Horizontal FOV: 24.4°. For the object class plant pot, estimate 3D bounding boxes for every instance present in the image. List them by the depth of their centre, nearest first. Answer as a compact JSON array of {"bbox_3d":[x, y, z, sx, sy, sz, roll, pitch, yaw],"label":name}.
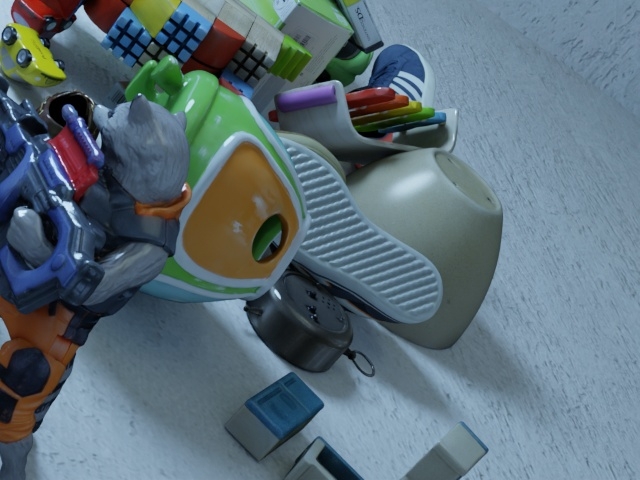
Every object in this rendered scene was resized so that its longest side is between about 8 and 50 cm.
[{"bbox_3d":[0.141,-0.017,2.055,0.284,0.191,0.284,34,22,-16],"label":"plant pot"}]

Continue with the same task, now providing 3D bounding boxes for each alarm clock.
[{"bbox_3d":[-0.006,0.102,1.755,0.192,0.064,0.129,38,21,-17],"label":"alarm clock"}]

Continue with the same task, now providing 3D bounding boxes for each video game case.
[{"bbox_3d":[0.005,-0.423,2.273,0.248,0.035,0.275,64,-3,-19],"label":"video game case"}]

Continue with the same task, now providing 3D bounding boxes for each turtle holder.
[{"bbox_3d":[-0.152,-0.034,1.580,0.227,0.320,0.243,35,54,-15],"label":"turtle holder"}]

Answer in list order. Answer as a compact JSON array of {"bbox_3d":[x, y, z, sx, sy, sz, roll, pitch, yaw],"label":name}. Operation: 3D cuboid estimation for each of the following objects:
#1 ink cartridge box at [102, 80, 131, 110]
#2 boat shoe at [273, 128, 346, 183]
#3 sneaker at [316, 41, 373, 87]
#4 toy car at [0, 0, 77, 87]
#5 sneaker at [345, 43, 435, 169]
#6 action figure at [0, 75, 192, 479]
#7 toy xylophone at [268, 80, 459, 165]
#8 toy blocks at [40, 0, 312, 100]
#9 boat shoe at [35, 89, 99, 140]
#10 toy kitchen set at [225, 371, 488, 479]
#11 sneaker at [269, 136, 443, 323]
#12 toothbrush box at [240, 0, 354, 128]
[{"bbox_3d":[-0.186,-0.147,1.952,0.145,0.045,0.179,47,24,13],"label":"ink cartridge box"},{"bbox_3d":[-0.088,-0.085,1.885,0.341,0.121,0.110,23,64,-50],"label":"boat shoe"},{"bbox_3d":[-0.082,-0.471,2.566,0.483,0.185,0.202,51,19,27],"label":"sneaker"},{"bbox_3d":[-0.410,-0.282,1.815,0.225,0.053,0.239,32,22,-22],"label":"toy car"},{"bbox_3d":[0.098,-0.228,2.421,0.148,0.131,0.350,30,34,-26],"label":"sneaker"},{"bbox_3d":[-0.221,0.003,1.198,0.178,0.330,0.341,24,27,-38],"label":"action figure"},{"bbox_3d":[0.047,-0.155,2.117,0.322,0.236,0.081,8,77,-60],"label":"toy xylophone"},{"bbox_3d":[-0.198,-0.284,1.905,0.381,0.191,0.261,37,20,-11],"label":"toy blocks"},{"bbox_3d":[-0.291,-0.137,1.712,0.073,0.073,0.207,38,20,-7],"label":"boat shoe"},{"bbox_3d":[0.045,0.193,1.512,0.207,0.166,0.122,45,22,8],"label":"toy kitchen set"},{"bbox_3d":[0.000,0.000,1.840,0.321,0.126,0.127,42,-25,-21],"label":"sneaker"},{"bbox_3d":[-0.101,-0.339,2.243,0.122,0.206,0.283,23,28,-40],"label":"toothbrush box"}]
